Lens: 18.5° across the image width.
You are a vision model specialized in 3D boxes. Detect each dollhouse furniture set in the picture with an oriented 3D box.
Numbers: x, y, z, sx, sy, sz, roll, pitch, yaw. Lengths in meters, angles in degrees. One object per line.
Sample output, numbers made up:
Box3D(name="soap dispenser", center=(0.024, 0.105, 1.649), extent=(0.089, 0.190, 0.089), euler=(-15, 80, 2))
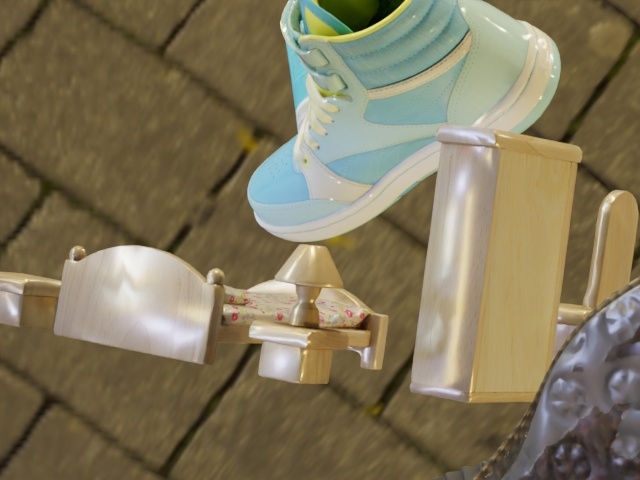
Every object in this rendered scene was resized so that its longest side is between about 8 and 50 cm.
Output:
Box3D(name="dollhouse furniture set", center=(0.000, 0.000, 1.371), extent=(0.355, 0.303, 0.174), euler=(9, 91, 36))

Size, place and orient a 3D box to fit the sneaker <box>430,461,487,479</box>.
Box3D(name="sneaker", center=(0.015, 0.253, 1.233), extent=(0.319, 0.112, 0.131), euler=(-21, 119, 18))

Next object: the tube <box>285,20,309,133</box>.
Box3D(name="tube", center=(0.001, -0.156, 1.839), extent=(0.080, 0.052, 0.207), euler=(-19, 46, 16))

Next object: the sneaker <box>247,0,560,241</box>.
Box3D(name="sneaker", center=(0.011, -0.126, 1.577), extent=(0.208, 0.319, 0.127), euler=(34, 42, -32))

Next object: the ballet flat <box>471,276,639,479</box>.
Box3D(name="ballet flat", center=(0.113, 0.087, 0.765), extent=(0.084, 0.250, 0.058), euler=(45, 34, 14))
